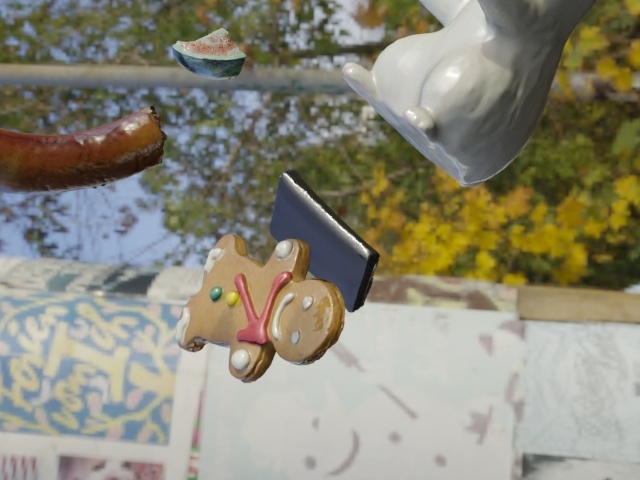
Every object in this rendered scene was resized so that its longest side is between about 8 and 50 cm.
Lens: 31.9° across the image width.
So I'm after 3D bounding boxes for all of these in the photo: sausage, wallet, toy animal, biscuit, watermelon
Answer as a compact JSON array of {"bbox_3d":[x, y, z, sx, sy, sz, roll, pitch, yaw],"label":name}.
[{"bbox_3d":[-0.331,-0.109,1.392,0.076,0.302,0.103,171,92,-70],"label":"sausage"},{"bbox_3d":[0.000,0.000,1.881,0.044,0.250,0.149,-24,-37,-35],"label":"wallet"},{"bbox_3d":[0.135,-0.182,0.805,0.282,0.138,0.140,-63,24,6],"label":"toy animal"},{"bbox_3d":[-0.089,0.089,1.581,0.047,0.339,0.216,26,-95,-38],"label":"biscuit"},{"bbox_3d":[-0.128,-0.219,1.284,0.085,0.085,0.061,68,-144,-73],"label":"watermelon"}]
